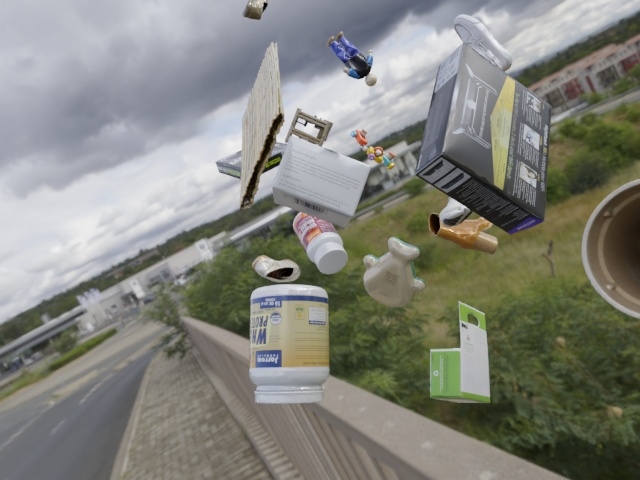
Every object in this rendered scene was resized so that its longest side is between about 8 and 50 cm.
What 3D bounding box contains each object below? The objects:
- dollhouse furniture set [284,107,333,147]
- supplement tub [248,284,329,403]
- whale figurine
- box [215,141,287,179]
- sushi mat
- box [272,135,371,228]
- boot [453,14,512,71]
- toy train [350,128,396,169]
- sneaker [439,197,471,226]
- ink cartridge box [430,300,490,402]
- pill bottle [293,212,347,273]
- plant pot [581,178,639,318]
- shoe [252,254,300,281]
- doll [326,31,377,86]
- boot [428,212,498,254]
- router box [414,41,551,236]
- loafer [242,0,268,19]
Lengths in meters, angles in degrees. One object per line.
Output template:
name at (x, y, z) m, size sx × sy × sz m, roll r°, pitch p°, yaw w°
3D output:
dollhouse furniture set at (-0.039, -0.393, 2.005) m, size 0.184 × 0.129 × 0.129 m, roll -71°, pitch 4°, yaw -78°
supplement tub at (-0.088, 0.296, 1.568) m, size 0.228 × 0.317 × 0.228 m, roll -1°, pitch -14°, yaw 0°
whale figurine at (0.246, 0.089, 1.777) m, size 0.141 × 0.216 × 0.272 m, roll -51°, pitch -20°, yaw -43°
box at (-0.199, -0.250, 1.699) m, size 0.190 × 0.045 × 0.184 m, roll -31°, pitch 33°, yaw -26°
sushi mat at (-0.092, -0.189, 0.845) m, size 0.317 × 0.019 × 0.152 m, roll -99°, pitch 30°, yaw -54°
box at (-0.002, -0.120, 1.198) m, size 0.182 × 0.180 × 0.119 m, roll 112°, pitch 179°, yaw -83°
boot at (0.522, -0.651, 1.878) m, size 0.123 × 0.258 × 0.095 m, roll -39°, pitch -14°, yaw -13°
toy train at (0.169, -0.279, 1.654) m, size 0.166 × 0.125 × 0.046 m, roll 22°, pitch -55°, yaw -40°
sneaker at (0.401, -0.140, 1.512) m, size 0.292 × 0.118 × 0.110 m, roll -39°, pitch -11°, yaw -33°
ink cartridge box at (0.392, 0.318, 1.549) m, size 0.096 × 0.256 × 0.188 m, roll -12°, pitch -25°, yaw 37°
pill bottle at (0.000, 0.000, 1.778) m, size 0.121 × 0.121 × 0.221 m, roll -28°, pitch 44°, yaw -2°
plant pot at (0.867, 0.023, 1.358) m, size 0.333 × 0.334 × 0.305 m, roll -24°, pitch -17°, yaw 40°
shoe at (-0.119, 0.095, 1.628) m, size 0.077 × 0.058 × 0.219 m, roll -56°, pitch -30°, yaw 9°
doll at (0.107, -0.546, 1.672) m, size 0.129 × 0.189 × 0.046 m, roll -36°, pitch -6°, yaw -24°
boot at (0.461, -0.050, 1.832) m, size 0.295 × 0.211 × 0.104 m, roll -70°, pitch 1°, yaw -71°
router box at (0.322, -0.198, 1.060) m, size 0.081 × 0.242 × 0.309 m, roll -38°, pitch 28°, yaw 53°
loafer at (-0.164, -0.634, 1.464) m, size 0.056 × 0.050 × 0.148 m, roll -29°, pitch 37°, yaw 55°
